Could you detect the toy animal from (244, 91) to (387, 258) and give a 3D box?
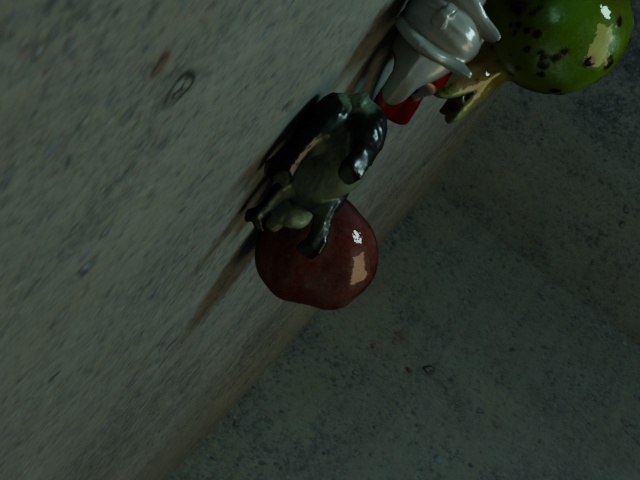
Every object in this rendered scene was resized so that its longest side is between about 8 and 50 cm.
[{"bbox_3d":[-0.005,-0.067,1.291,0.121,0.094,0.225,-59,179,-37],"label":"toy animal"}]

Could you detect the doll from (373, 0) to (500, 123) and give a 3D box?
[{"bbox_3d":[0.126,-0.215,1.416,0.188,0.099,0.384,-53,-179,-2],"label":"doll"}]

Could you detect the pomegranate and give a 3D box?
[{"bbox_3d":[0.271,-0.290,1.681,0.286,0.230,0.231,-20,-175,19],"label":"pomegranate"}]

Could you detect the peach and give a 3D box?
[{"bbox_3d":[0.000,0.000,1.504,0.152,0.152,0.152,-52,174,-7],"label":"peach"}]
